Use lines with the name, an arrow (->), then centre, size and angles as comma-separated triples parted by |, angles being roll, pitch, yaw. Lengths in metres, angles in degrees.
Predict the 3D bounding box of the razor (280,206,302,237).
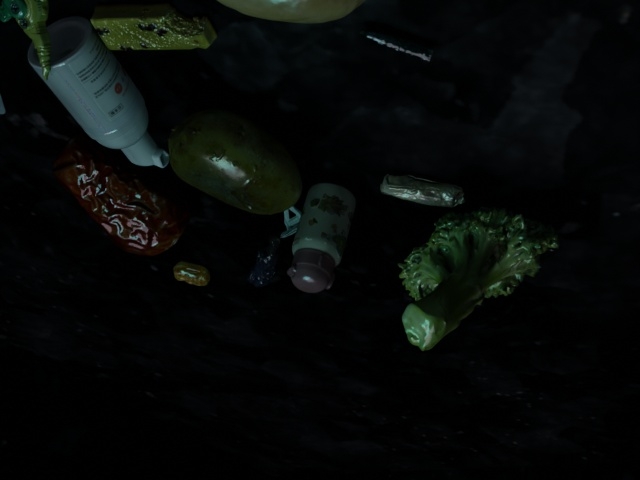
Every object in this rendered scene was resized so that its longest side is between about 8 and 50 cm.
razor -> -0.145, -0.112, 1.968 | 0.278, 0.056, 0.111 | 38, 142, -21

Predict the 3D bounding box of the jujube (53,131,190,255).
jujube -> -0.477, -0.110, 1.980 | 0.342, 0.216, 0.216 | 43, 142, -17

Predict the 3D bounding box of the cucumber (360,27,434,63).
cucumber -> 0.133, -0.348, 1.464 | 0.133, 0.032, 0.032 | 19, 149, -4

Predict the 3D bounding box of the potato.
potato -> -0.174, -0.166, 1.764 | 0.307, 0.173, 0.210 | 29, 145, -25

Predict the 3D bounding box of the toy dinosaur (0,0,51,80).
toy dinosaur -> -0.532, -0.426, 1.509 | 0.153, 0.094, 0.259 | 13, 113, 17

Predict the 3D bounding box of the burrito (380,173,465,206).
burrito -> 0.223, -0.109, 1.799 | 0.188, 0.045, 0.058 | 13, 138, 7

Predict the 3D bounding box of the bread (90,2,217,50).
bread -> -0.314, -0.401, 1.562 | 0.226, 0.049, 0.088 | 3, 147, 19

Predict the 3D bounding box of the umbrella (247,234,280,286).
umbrella -> -0.141, 0.058, 2.222 | 0.071, 0.071, 0.248 | 20, 148, -8

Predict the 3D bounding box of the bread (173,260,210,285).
bread -> -0.375, 0.098, 2.415 | 0.110, 0.044, 0.083 | 16, 151, -6

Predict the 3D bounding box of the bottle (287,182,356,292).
bottle -> 0.000, 0.000, 1.876 | 0.120, 0.253, 0.120 | 11, 150, 7

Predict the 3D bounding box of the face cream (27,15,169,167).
face cream -> -0.442, -0.278, 1.726 | 0.145, 0.145, 0.370 | 1, 145, 23

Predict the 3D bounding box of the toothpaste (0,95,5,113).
toothpaste -> -0.882, -0.346, 1.903 | 0.299, 0.073, 0.114 | 8, 144, -2

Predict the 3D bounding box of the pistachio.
pistachio -> -0.055, -0.424, 1.302 | 0.293, 0.162, 0.181 | 8, -178, 10

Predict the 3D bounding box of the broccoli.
broccoli -> 0.284, 0.103, 1.810 | 0.275, 0.397, 0.353 | 36, 158, 14
